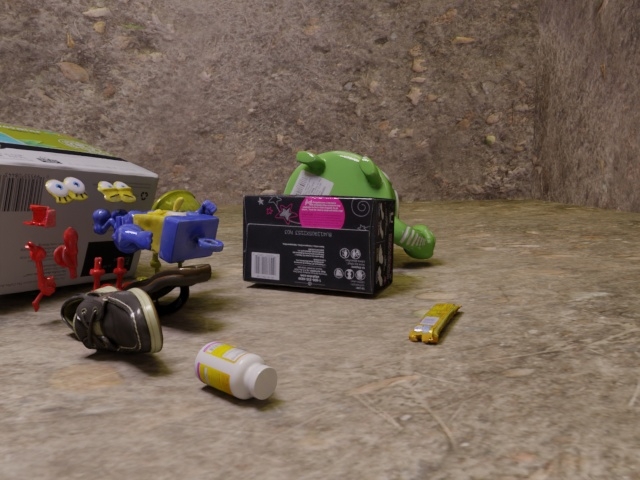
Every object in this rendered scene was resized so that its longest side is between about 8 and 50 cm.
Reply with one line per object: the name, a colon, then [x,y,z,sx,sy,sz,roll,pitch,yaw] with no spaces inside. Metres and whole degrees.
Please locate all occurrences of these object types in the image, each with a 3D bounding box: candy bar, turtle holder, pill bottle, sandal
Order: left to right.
sandal: [-0.219,0.078,0.749,0.089,0.060,0.219,-11,-5,-43]
pill bottle: [-0.081,0.128,0.504,0.083,0.044,0.043,7,12,40]
turtle holder: [0.084,-0.070,1.154,0.319,0.244,0.227,-7,-11,22]
candy bar: [0.158,0.107,0.706,0.040,0.018,0.161,0,8,26]

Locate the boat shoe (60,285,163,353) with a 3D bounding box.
boat shoe: [-0.255,0.098,0.618,0.073,0.080,0.223,-14,10,-36]

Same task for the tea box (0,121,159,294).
tea box: [-0.539,-0.075,0.931,0.323,0.220,0.329,22,12,24]

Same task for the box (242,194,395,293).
box: [0.000,0.000,0.938,0.247,0.164,0.142,3,6,23]

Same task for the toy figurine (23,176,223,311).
toy figurine: [-0.235,0.013,0.821,0.217,0.192,0.362,8,5,22]
